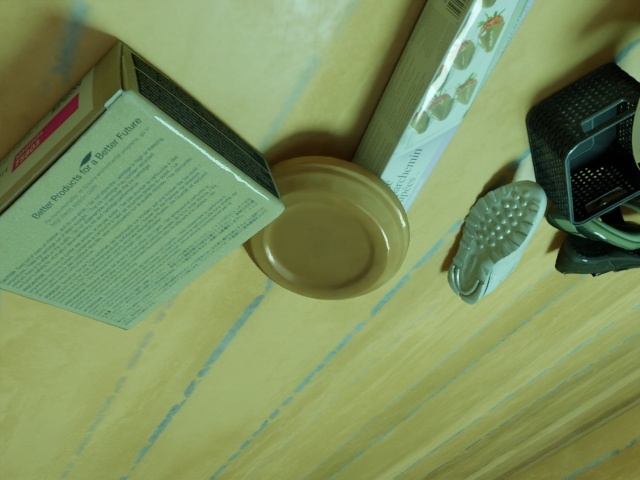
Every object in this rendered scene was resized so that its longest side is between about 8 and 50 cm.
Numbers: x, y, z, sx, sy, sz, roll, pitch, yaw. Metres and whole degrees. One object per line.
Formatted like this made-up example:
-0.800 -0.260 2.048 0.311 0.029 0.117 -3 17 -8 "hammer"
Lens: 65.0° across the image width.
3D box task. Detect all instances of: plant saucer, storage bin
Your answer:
0.000 0.000 0.570 0.200 0.037 0.200 6 129 8 "plant saucer"
0.349 -0.116 0.644 0.122 0.084 0.180 -31 142 9 "storage bin"

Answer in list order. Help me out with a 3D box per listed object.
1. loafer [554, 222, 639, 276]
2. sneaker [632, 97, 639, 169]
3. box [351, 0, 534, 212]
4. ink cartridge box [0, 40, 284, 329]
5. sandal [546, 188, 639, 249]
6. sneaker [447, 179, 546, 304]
0.504 0.021 0.894 0.220 0.080 0.078 0 146 -19 "loafer"
0.467 -0.185 0.524 0.236 0.130 0.323 12 103 -43 "sneaker"
0.098 -0.125 0.525 0.063 0.067 0.324 1 135 -27 "box"
-0.185 -0.031 0.475 0.234 0.088 0.193 -35 138 16 "ink cartridge box"
0.484 -0.036 0.791 0.302 0.120 0.086 4 101 -20 "sandal"
0.270 -0.003 0.749 0.094 0.090 0.235 -18 147 -27 "sneaker"
